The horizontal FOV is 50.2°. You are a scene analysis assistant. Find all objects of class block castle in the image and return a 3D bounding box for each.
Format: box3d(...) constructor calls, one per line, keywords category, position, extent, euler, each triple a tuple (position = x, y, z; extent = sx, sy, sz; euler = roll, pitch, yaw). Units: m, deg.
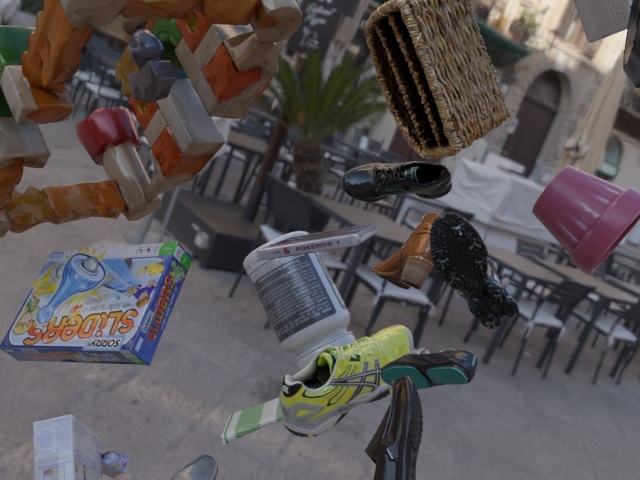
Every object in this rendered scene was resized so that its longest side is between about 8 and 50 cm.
box3d(category="block castle", position=(-0.259, -0.206, 0.789), extent=(0.303, 0.453, 0.213), euler=(-13, 68, -45))

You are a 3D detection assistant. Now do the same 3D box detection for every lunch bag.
box3d(category="lunch bag", position=(-0.557, 0.583, 1.796), extent=(0.083, 0.071, 0.053), euler=(30, 44, -25))

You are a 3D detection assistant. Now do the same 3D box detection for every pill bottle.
box3d(category="pill bottle", position=(-0.046, 0.174, 1.834), extent=(0.204, 0.204, 0.361), euler=(-1, 62, -63))

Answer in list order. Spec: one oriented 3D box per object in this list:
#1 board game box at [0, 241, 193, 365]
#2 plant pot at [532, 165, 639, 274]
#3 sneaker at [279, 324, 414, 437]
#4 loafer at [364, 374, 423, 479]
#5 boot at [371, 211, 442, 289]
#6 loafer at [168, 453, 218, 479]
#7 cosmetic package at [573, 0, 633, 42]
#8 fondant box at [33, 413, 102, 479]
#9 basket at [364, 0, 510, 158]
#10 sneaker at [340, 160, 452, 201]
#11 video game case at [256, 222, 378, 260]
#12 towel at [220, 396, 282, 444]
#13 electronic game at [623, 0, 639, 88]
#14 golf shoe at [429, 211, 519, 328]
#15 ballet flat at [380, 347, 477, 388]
box3d(category="board game box", position=(-0.252, 0.071, 0.767), extent=(0.201, 0.136, 0.035), euler=(-4, -38, 28))
box3d(category="plant pot", position=(0.564, -0.057, 1.457), extent=(0.180, 0.201, 0.201), euler=(40, 18, 21))
box3d(category="sneaker", position=(0.074, 0.301, 1.590), extent=(0.384, 0.147, 0.145), euler=(-32, 39, -29))
box3d(category="loafer", position=(0.101, 0.299, 0.997), extent=(0.078, 0.220, 0.080), euler=(-2, -35, 20))
box3d(category="boot", position=(0.184, 0.018, 1.362), extent=(0.072, 0.153, 0.197), euler=(28, -9, -20))
box3d(category="loafer", position=(-0.362, 0.663, 1.739), extent=(0.112, 0.112, 0.319), euler=(31, 40, 8))
box3d(category="cosmetic package", position=(0.562, -0.467, 1.224), extent=(0.151, 0.152, 0.184), euler=(-22, 7, 0))
box3d(category="fondant box", position=(-0.578, 0.600, 1.583), extent=(0.096, 0.238, 0.331), euler=(-12, 61, -6))
box3d(category="basket", position=(0.188, -0.310, 1.313), extent=(0.213, 0.299, 0.223), euler=(-11, 16, 46))
box3d(category="sneaker", position=(0.180, -0.153, 1.619), extent=(0.267, 0.101, 0.106), euler=(-3, -14, 5))
box3d(category="video game case", position=(0.000, 0.000, 1.259), extent=(0.183, 0.023, 0.201), euler=(-9, 5, 16))
box3d(category="towel", position=(-0.132, 0.515, 2.046), extent=(0.324, 0.038, 0.248), euler=(-19, 0, -1))
box3d(category="electronic game", position=(0.432, -0.312, 0.876), extent=(0.048, 0.230, 0.229), euler=(11, 8, 17))
box3d(category="golf shoe", position=(0.204, 0.034, 0.967), extent=(0.198, 0.077, 0.094), euler=(58, 10, -24))
box3d(category="ballet flat", position=(0.197, 0.226, 1.221), extent=(0.074, 0.074, 0.203), euler=(12, -19, -38))
